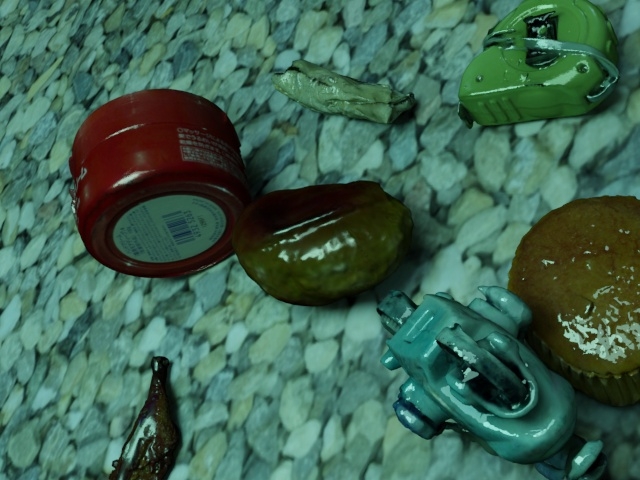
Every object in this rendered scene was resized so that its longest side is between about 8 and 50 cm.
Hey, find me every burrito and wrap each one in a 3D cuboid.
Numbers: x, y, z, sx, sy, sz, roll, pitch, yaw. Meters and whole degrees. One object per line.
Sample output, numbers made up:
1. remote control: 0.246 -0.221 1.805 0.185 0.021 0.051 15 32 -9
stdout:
1. burrito: 0.026 -0.195 1.209 0.230 0.058 0.063 21 81 42

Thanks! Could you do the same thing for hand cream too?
1. hand cream: -0.202 -0.067 1.177 0.230 0.230 0.149 -30 54 16

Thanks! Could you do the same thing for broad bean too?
1. broad bean: 0.002 0.001 1.069 0.229 0.122 0.156 -2 38 26

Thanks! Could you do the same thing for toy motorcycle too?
1. toy motorcycle: 0.148 0.129 0.821 0.154 0.206 0.260 -47 14 -5

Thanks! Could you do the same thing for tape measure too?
1. tape measure: 0.255 -0.207 1.040 0.178 0.087 0.154 1 64 32

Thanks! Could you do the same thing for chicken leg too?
1. chicken leg: -0.214 0.241 1.124 0.093 0.053 0.205 1 60 50

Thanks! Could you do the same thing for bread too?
1. bread: 0.275 0.050 0.866 0.199 0.104 0.199 -16 55 24
